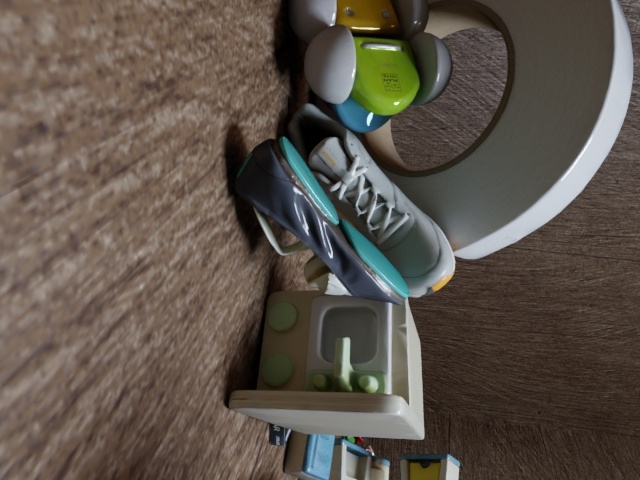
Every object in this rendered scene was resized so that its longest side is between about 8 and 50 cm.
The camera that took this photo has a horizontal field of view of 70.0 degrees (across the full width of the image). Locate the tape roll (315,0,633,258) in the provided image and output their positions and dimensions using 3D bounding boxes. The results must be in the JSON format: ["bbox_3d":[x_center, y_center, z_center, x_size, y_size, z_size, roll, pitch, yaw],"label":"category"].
[{"bbox_3d":[0.147,-0.172,0.559,0.072,0.392,0.391,8,85,-45],"label":"tape roll"}]

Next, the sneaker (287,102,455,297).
[{"bbox_3d":[0.037,-0.048,0.498,0.262,0.099,0.121,51,4,31],"label":"sneaker"}]

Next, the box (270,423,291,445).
[{"bbox_3d":[-0.043,0.204,0.576,0.083,0.018,0.067,-46,138,-75],"label":"box"}]

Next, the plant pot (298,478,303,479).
[{"bbox_3d":[0.056,0.527,0.784,0.284,0.191,0.283,3,90,-80],"label":"plant pot"}]

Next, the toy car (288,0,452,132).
[{"bbox_3d":[0.044,-0.205,0.520,0.136,0.159,0.181,127,-48,-60],"label":"toy car"}]

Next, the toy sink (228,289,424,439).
[{"bbox_3d":[0.024,0.131,0.491,0.234,0.153,0.131,58,32,-58],"label":"toy sink"}]

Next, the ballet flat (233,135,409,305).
[{"bbox_3d":[0.000,0.000,0.404,0.203,0.074,0.074,47,36,-29],"label":"ballet flat"}]

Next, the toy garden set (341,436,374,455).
[{"bbox_3d":[0.080,0.419,1.016,0.244,0.049,0.203,84,-16,-45],"label":"toy garden set"}]

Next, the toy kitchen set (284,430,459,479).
[{"bbox_3d":[0.084,0.305,0.679,0.207,0.166,0.122,41,44,-35],"label":"toy kitchen set"}]
